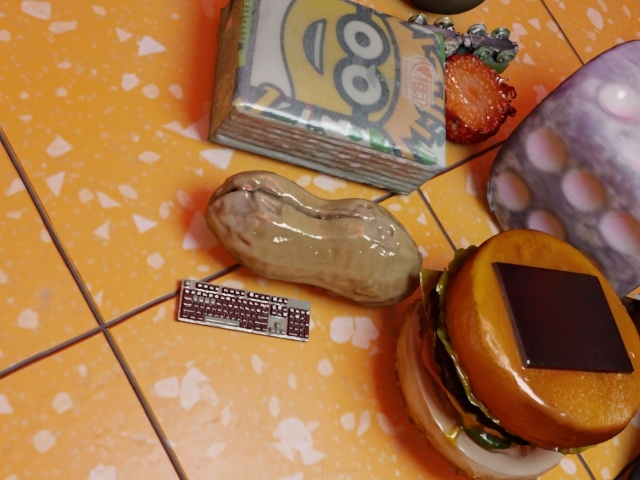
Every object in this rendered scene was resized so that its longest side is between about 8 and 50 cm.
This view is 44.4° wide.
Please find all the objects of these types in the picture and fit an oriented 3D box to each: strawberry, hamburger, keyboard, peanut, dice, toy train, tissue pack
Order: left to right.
[{"bbox_3d":[-0.087,0.082,0.936,0.166,0.017,0.055,13,62,-23],"label":"keyboard"},{"bbox_3d":[0.000,0.000,0.956,0.290,0.130,0.130,16,62,-18],"label":"peanut"},{"bbox_3d":[0.016,-0.210,1.055,0.311,0.128,0.228,13,65,-22],"label":"tissue pack"},{"bbox_3d":[0.213,-0.304,1.236,0.202,0.081,0.060,4,65,-19],"label":"toy train"},{"bbox_3d":[0.215,-0.209,1.186,0.145,0.086,0.145,11,63,-21],"label":"strawberry"},{"bbox_3d":[0.226,0.146,0.947,0.291,0.225,0.291,16,54,-23],"label":"hamburger"},{"bbox_3d":[0.426,-0.095,1.107,0.271,0.270,0.270,-30,72,-28],"label":"dice"}]

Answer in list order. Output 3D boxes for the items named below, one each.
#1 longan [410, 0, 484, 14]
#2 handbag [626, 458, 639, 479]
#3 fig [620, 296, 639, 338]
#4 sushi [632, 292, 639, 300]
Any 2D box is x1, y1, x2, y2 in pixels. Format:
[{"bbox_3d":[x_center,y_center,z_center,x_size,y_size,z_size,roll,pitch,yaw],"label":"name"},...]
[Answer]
[{"bbox_3d":[0.194,-0.443,1.231,0.187,0.167,0.167,51,46,-43],"label":"longan"},{"bbox_3d":[0.566,0.311,1.008,0.275,0.178,0.302,23,100,-18],"label":"handbag"},{"bbox_3d":[0.513,0.144,1.153,0.149,0.148,0.202,45,18,-40],"label":"fig"},{"bbox_3d":[0.557,0.098,1.042,0.192,0.050,0.215,-5,34,-43],"label":"sushi"}]
